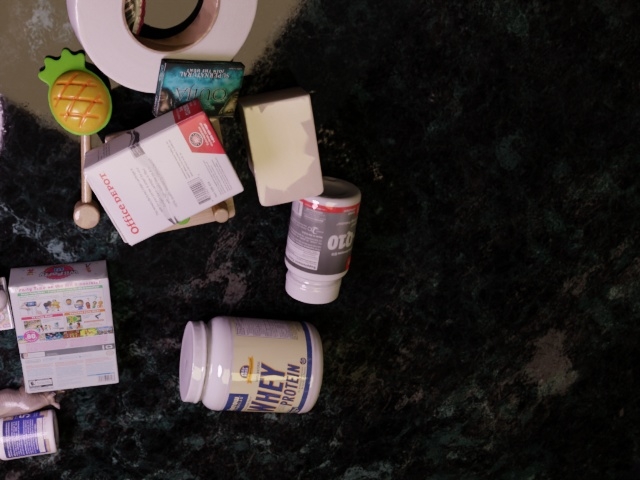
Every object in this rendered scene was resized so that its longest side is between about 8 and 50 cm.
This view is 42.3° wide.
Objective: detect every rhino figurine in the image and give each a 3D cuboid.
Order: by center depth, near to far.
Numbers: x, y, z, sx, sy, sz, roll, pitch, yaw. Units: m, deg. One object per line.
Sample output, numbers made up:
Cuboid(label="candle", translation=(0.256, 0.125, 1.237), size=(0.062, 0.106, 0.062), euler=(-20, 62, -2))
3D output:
Cuboid(label="rhino figurine", translation=(-0.734, 0.389, 2.043), size=(0.243, 0.106, 0.073), euler=(-8, 119, -11))

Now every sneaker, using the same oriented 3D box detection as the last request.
Cuboid(label="sneaker", translation=(-0.402, -0.499, 1.708), size=(0.075, 0.063, 0.170), euler=(7, 120, -6))

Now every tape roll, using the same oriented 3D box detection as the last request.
Cuboid(label="tape roll", translation=(-0.310, -0.486, 1.665), size=(0.392, 0.072, 0.391), euler=(-19, 133, -21))

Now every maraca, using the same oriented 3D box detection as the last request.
Cuboid(label="maraca", translation=(-0.519, -0.313, 1.753), size=(0.127, 0.099, 0.185), euler=(-27, 94, -7))

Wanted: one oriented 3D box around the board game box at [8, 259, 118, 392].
Cuboid(label="board game box", translation=(-0.613, 0.209, 1.991), size=(0.224, 0.097, 0.303), euler=(-5, 119, -14))

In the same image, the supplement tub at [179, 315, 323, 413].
Cuboid(label="supplement tub", translation=(-0.177, 0.312, 2.080), size=(0.325, 0.235, 0.235), euler=(6, 115, -18))

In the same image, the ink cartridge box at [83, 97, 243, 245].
Cuboid(label="ink cartridge box", translation=(-0.329, -0.143, 1.732), size=(0.273, 0.114, 0.197), euler=(-26, 119, -2))

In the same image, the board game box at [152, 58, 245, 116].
Cuboid(label="board game box", translation=(-0.260, -0.323, 1.766), size=(0.186, 0.026, 0.126), euler=(-6, 128, -33))

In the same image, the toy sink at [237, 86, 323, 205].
Cuboid(label="toy sink", translation=(-0.092, -0.217, 1.889), size=(0.153, 0.131, 0.234), euler=(-13, 112, -8))

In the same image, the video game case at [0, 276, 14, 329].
Cuboid(label="video game case", translation=(-0.765, 0.150, 1.925), size=(0.087, 0.011, 0.122), euler=(-9, 93, 11))

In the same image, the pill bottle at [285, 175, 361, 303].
Cuboid(label="pill bottle", translation=(0.000, 0.000, 2.011), size=(0.161, 0.161, 0.283), euler=(1, 116, -16))

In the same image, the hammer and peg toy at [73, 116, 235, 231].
Cuboid(label="hammer and peg toy", translation=(-0.387, -0.136, 1.856), size=(0.362, 0.127, 0.265), euler=(-11, 119, -9))

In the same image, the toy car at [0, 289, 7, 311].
Cuboid(label="toy car", translation=(-0.815, 0.136, 1.854), size=(0.159, 0.136, 0.182), euler=(44, 100, 0))

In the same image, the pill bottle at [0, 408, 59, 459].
Cuboid(label="pill bottle", translation=(-0.764, 0.494, 2.086), size=(0.187, 0.112, 0.112), euler=(-6, 118, -13))
